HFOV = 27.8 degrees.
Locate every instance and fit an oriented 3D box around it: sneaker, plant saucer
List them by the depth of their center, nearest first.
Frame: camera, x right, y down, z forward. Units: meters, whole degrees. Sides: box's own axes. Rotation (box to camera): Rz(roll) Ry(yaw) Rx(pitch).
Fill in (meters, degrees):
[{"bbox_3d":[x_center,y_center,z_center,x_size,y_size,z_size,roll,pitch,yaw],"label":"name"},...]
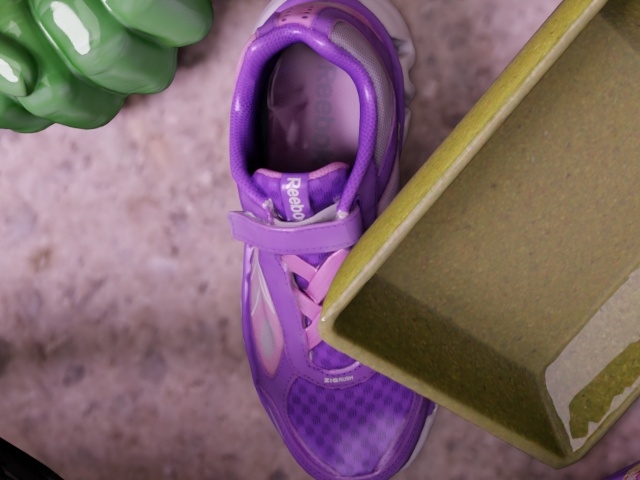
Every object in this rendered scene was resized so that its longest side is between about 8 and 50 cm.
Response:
[{"bbox_3d":[0.106,-0.009,0.544,0.188,0.188,0.045,-50,41,9],"label":"plant saucer"},{"bbox_3d":[0.000,0.000,0.574,0.095,0.104,0.236,-4,95,8],"label":"sneaker"}]

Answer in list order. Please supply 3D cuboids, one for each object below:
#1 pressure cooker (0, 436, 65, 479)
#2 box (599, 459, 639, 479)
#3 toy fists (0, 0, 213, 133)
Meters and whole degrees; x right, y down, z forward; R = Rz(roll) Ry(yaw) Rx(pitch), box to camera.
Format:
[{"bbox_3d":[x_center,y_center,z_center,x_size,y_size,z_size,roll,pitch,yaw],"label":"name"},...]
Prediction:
[{"bbox_3d":[-0.211,0.266,0.491,0.370,0.375,0.420,14,86,-7],"label":"pressure cooker"},{"bbox_3d":[0.118,0.219,0.548,0.293,0.057,0.201,-35,87,30],"label":"box"},{"bbox_3d":[-0.186,-0.108,0.601,0.279,0.096,0.142,-12,94,9],"label":"toy fists"}]
